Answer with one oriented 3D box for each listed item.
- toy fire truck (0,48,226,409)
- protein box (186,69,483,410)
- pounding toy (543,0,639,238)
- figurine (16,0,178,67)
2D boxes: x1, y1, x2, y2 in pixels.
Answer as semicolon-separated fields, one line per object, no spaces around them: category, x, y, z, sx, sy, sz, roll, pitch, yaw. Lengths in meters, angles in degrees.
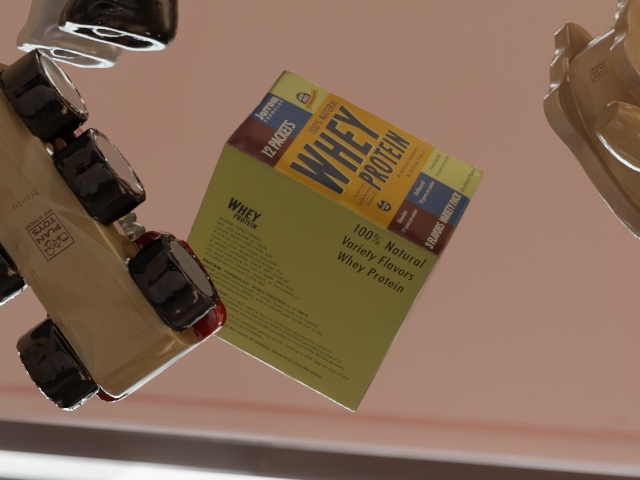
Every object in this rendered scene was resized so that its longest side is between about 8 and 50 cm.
toy fire truck;-0.167;0.001;1.056;0.217;0.158;0.246;54;-172;3
protein box;0.000;0.000;1.356;0.136;0.200;0.201;-57;-6;-50
pounding toy;0.269;-0.102;1.137;0.154;0.155;0.269;43;-148;-16
figurine;-0.175;-0.260;1.291;0.215;0.092;0.209;-2;79;64
